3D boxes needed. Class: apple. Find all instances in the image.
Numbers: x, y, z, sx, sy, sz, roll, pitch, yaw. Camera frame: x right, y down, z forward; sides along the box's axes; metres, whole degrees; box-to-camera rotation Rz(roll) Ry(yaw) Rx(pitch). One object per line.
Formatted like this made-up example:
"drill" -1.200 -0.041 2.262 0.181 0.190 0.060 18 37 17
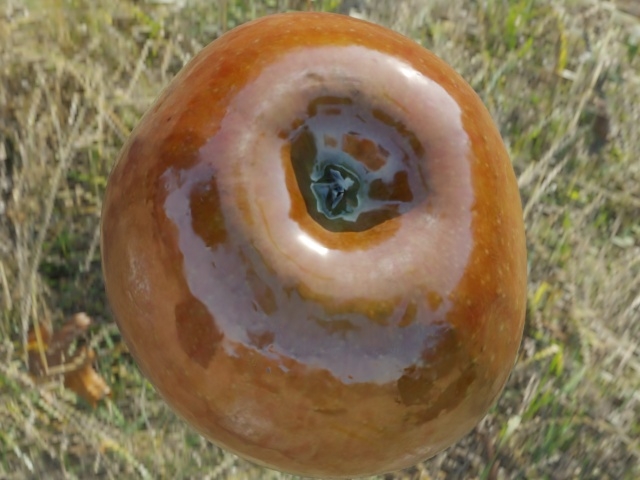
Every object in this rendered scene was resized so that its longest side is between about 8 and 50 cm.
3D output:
"apple" 0.000 0.000 0.889 0.251 0.206 0.272 12 70 -16
